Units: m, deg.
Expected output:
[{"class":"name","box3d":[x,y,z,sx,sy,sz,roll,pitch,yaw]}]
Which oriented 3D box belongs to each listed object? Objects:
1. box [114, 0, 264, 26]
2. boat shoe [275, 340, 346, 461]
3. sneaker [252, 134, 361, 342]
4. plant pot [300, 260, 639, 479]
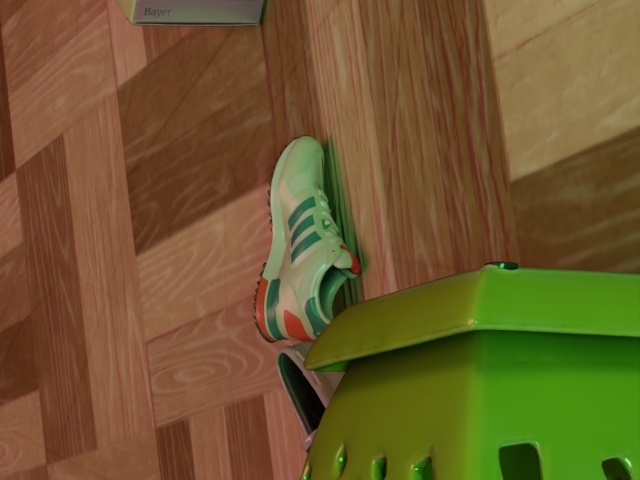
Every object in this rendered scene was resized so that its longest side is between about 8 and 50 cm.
[{"class":"box","box3d":[-0.118,-0.329,1.556,0.213,0.117,0.243,51,137,50]},{"class":"boat shoe","box3d":[0.015,0.148,1.393,0.066,0.063,0.184,-59,42,48]},{"class":"sneaker","box3d":[0.000,0.000,1.436,0.075,0.057,0.161,2,75,26]},{"class":"plant pot","box3d":[0.117,0.127,1.028,0.228,0.227,0.207,-20,69,62]}]
